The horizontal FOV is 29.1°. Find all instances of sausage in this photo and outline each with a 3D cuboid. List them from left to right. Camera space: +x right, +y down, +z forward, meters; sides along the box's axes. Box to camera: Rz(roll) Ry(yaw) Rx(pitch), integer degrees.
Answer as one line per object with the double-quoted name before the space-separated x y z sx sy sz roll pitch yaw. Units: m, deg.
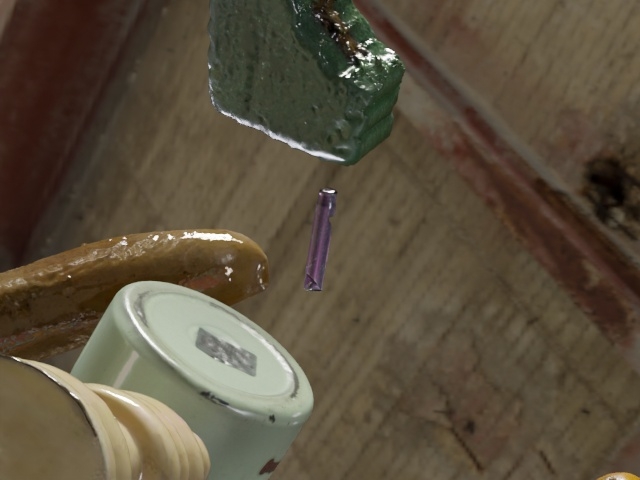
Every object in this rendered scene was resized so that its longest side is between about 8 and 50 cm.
"sausage" -0.312 0.080 1.554 0.123 0.500 0.136 114 -43 -83

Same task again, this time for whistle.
"whistle" 0.000 0.000 2.002 0.033 0.033 0.176 30 -64 49

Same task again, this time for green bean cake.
"green bean cake" -0.016 -0.304 1.936 0.308 0.169 0.300 28 -48 21

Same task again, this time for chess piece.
"chess piece" -0.146 0.149 0.844 0.138 0.307 0.124 -11 -103 14

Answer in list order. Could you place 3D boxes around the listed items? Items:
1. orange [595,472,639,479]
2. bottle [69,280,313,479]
"orange" 0.242 0.227 1.013 0.086 0.062 0.086 -37 -165 12
"bottle" -0.186 0.227 1.145 0.352 0.229 0.229 -57 -136 16
